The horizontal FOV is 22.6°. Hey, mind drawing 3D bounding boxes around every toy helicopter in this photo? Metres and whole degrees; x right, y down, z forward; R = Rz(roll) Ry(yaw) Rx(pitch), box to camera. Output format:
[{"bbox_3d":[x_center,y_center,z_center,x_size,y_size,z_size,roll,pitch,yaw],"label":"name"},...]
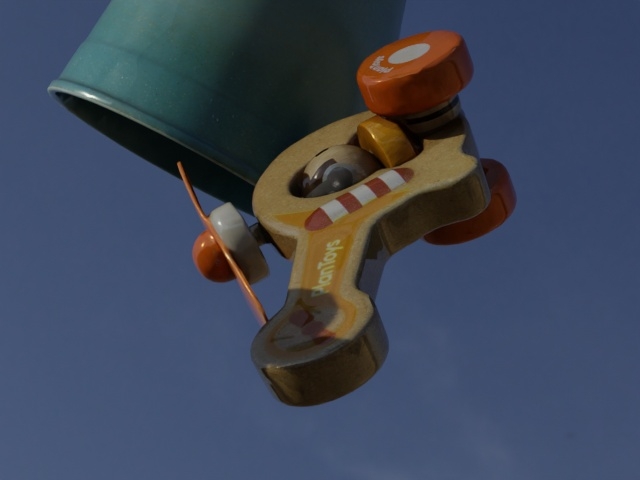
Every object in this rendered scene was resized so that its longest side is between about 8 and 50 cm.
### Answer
[{"bbox_3d":[0.000,0.000,1.090,0.234,0.355,0.140,-14,-64,16],"label":"toy helicopter"}]

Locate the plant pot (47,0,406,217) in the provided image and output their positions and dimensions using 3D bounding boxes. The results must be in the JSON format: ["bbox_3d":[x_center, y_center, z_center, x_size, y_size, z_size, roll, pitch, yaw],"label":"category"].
[{"bbox_3d":[-0.052,-0.172,1.363,0.271,0.255,0.271,27,-5,3],"label":"plant pot"}]
